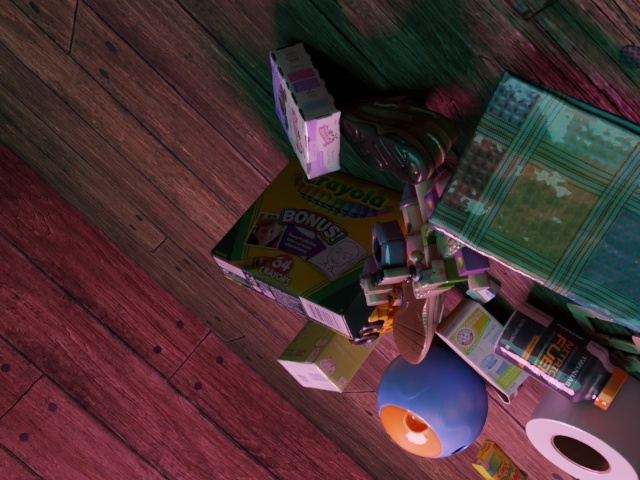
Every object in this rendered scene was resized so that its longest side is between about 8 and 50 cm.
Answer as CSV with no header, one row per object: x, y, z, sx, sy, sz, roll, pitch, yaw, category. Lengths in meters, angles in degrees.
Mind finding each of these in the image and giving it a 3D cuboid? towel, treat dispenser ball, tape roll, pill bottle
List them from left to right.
0.292,0.420,1.755,0.288,0.288,0.288,31,153,18,treat dispenser ball
0.494,0.241,1.371,0.246,0.130,0.130,32,153,25,pill bottle
0.374,-0.050,0.963,0.370,0.040,0.271,26,114,6,towel
0.598,0.400,1.459,0.246,0.169,0.246,31,153,17,tape roll

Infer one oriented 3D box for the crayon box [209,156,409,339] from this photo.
0.000,0.000,1.446,0.363,0.313,0.106,22,152,31,crayon box

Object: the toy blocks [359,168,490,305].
0.195,-0.043,1.207,0.288,0.309,0.260,126,135,-72,toy blocks

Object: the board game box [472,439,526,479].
0.562,0.724,2.105,0.181,0.092,0.043,48,152,-17,board game box

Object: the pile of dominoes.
0.621,0.194,1.280,0.196,0.040,0.251,52,160,-26,pile of dominoes

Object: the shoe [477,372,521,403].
0.433,0.325,1.681,0.219,0.058,0.076,50,152,-20,shoe

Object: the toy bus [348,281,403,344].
0.163,0.157,1.649,0.220,0.211,0.149,107,153,-65,toy bus

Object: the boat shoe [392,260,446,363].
0.238,0.152,1.526,0.109,0.098,0.302,33,133,40,boat shoe

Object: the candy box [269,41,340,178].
-0.028,-0.245,1.269,0.165,0.070,0.196,89,160,-56,candy box

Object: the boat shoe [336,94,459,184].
0.130,-0.195,1.186,0.122,0.120,0.324,56,172,-34,boat shoe

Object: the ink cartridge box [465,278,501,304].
0.356,0.112,1.481,0.048,0.028,0.083,37,154,5,ink cartridge box

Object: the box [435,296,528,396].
0.377,0.239,1.527,0.203,0.114,0.103,43,179,-5,box

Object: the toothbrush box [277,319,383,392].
0.047,0.263,1.836,0.122,0.283,0.206,47,153,-17,toothbrush box
